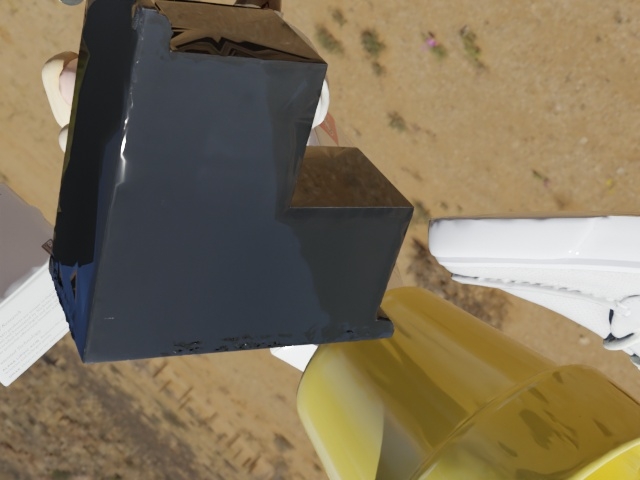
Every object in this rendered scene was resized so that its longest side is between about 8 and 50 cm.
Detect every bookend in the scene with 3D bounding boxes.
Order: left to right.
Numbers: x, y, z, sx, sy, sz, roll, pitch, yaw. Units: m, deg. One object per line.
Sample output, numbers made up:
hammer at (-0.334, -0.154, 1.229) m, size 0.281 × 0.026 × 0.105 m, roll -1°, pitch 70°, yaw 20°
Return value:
bookend at (-0.028, -0.033, 0.411) m, size 0.072 × 0.156 × 0.157 m, roll 52°, pitch 135°, yaw 47°

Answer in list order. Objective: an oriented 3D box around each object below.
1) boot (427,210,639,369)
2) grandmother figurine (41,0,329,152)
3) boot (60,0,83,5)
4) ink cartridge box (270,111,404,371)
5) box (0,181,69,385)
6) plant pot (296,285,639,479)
boot at (0.176, 0.050, 0.448) m, size 0.258 × 0.124 × 0.095 m, roll 5°, pitch -175°, yaw 18°
grandmother figurine at (-0.103, -0.129, 0.708) m, size 0.104 × 0.208 × 0.342 m, roll 41°, pitch 170°, yaw -33°
boot at (-0.289, -0.337, 1.152) m, size 0.198 × 0.076 × 0.137 m, roll -53°, pitch 41°, yaw 46°
ink cartridge box at (0.000, 0.000, 0.998) m, size 0.207 × 0.117 × 0.283 m, roll 44°, pitch -154°, yaw -61°
box at (-0.407, 0.053, 1.196) m, size 0.181 × 0.182 × 0.119 m, roll 35°, pitch 160°, yaw 34°
plant pot at (0.111, 0.169, 0.751) m, size 0.239 × 0.254 × 0.254 m, roll 45°, pitch 169°, yaw 36°
